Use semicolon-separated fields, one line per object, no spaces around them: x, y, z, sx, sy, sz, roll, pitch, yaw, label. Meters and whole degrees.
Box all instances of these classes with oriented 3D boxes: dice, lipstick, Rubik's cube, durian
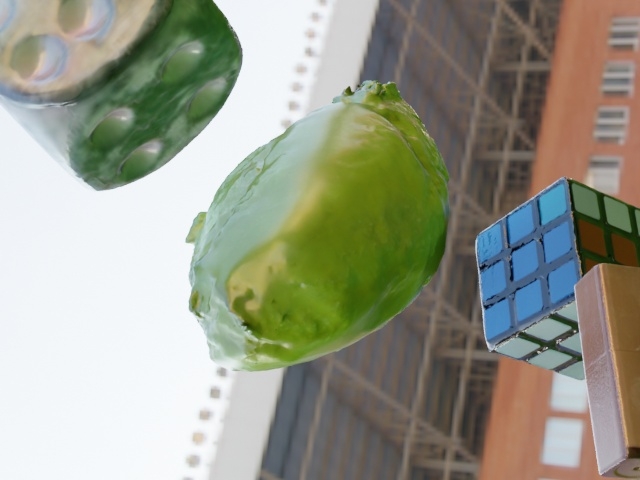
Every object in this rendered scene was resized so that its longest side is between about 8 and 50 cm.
-0.341;-0.299;2.014;0.328;0.330;0.348;-44;-17;-4;dice
0.212;0.090;0.935;0.045;0.045;0.145;121;151;-57;lipstick
0.292;0.047;1.551;0.163;0.162;0.160;19;-127;-29;Rubik's cube
0.000;0.000;1.285;0.204;0.256;0.339;57;-165;-22;durian
